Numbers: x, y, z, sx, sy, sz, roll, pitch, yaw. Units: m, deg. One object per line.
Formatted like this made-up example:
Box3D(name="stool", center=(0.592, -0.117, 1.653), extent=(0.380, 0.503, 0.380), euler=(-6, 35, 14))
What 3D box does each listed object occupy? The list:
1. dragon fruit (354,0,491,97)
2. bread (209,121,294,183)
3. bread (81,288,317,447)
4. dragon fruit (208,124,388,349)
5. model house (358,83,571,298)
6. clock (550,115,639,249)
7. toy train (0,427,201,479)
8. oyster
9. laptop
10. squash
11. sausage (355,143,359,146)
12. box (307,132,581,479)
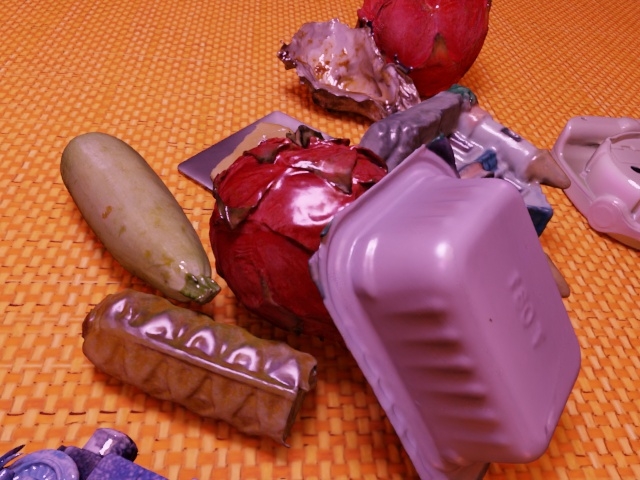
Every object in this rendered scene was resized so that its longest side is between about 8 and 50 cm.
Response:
Box3D(name="dragon fruit", center=(0.223, -0.477, 1.055), extent=(0.296, 0.301, 0.295), euler=(-2, 26, 1))
Box3D(name="bread", center=(-0.083, -0.102, 0.733), extent=(0.125, 0.086, 0.156), euler=(31, 66, 26))
Box3D(name="bread", center=(-0.138, 0.130, 0.532), extent=(0.269, 0.098, 0.087), euler=(19, 7, 9))
Box3D(name="dragon fruit", center=(0.000, 0.000, 0.574), extent=(0.244, 0.244, 0.299), euler=(-31, 70, -33))
Box3D(name="model house", center=(0.238, -0.046, 0.699), extent=(0.267, 0.194, 0.325), euler=(-33, 62, -34))
Box3D(name="clock", center=(0.589, -0.093, 0.852), extent=(0.265, 0.108, 0.324), euler=(2, 47, -8))
Box3D(name="toy train", center=(-0.192, 0.286, 0.326), extent=(0.202, 0.131, 0.299), euler=(12, 47, 21))
Box3D(name="oyster", center=(0.081, -0.331, 0.968), extent=(0.337, 0.133, 0.197), euler=(36, 81, 17))
Box3D(name="laptop", center=(-0.094, -0.147, 0.855), extent=(0.188, 0.015, 0.269), euler=(31, 50, 20))
Box3D(name="squash", center=(-0.242, -0.027, 0.641), extent=(0.118, 0.118, 0.370), euler=(-27, 55, -30))
Box3D(name="sausage", center=(0.065, -0.125, 0.823), extent=(0.264, 0.083, 0.083), euler=(-28, 56, -29))
Box3D(name="box", center=(0.163, 0.077, 0.483), extent=(0.106, 0.336, 0.264), euler=(-9, 25, 48))
